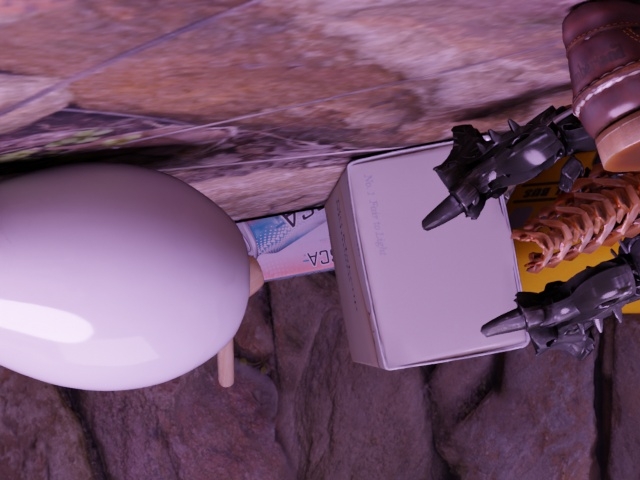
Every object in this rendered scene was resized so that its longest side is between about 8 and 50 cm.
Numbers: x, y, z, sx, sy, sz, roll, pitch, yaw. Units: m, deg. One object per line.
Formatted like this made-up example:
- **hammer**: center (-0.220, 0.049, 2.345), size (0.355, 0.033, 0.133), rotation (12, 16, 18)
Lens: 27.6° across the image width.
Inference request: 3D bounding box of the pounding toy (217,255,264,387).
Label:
- **pounding toy**: center (-0.163, 0.064, 1.070), size (0.154, 0.155, 0.269), rotation (-14, 178, -27)

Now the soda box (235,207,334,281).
- **soda box**: center (0.000, 0.000, 1.300), size (0.183, 0.063, 0.058), rotation (-11, 176, -14)

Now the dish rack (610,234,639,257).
- **dish rack**: center (0.299, -0.019, 0.889), size (0.208, 0.074, 0.271), rotation (-40, -159, 9)

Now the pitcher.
- **pitcher**: center (-0.160, 0.012, 0.717), size (0.207, 0.126, 0.177), rotation (5, -171, -36)

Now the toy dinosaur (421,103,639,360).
- **toy dinosaur**: center (0.183, -0.043, 0.761), size (0.218, 0.164, 0.322), rotation (-29, 156, 35)

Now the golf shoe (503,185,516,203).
- **golf shoe**: center (0.288, -0.048, 1.434), size (0.176, 0.069, 0.086), rotation (-11, -177, 13)

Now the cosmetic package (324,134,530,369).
- **cosmetic package**: center (0.077, 0.019, 1.080), size (0.113, 0.160, 0.309), rotation (-10, 175, -3)

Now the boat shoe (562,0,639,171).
- **boat shoe**: center (0.189, -0.076, 0.607), size (0.207, 0.073, 0.073), rotation (-1, 155, -46)

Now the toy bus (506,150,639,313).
- **toy bus**: center (0.308, -0.014, 1.079), size (0.332, 0.108, 0.130), rotation (-3, -135, 48)
